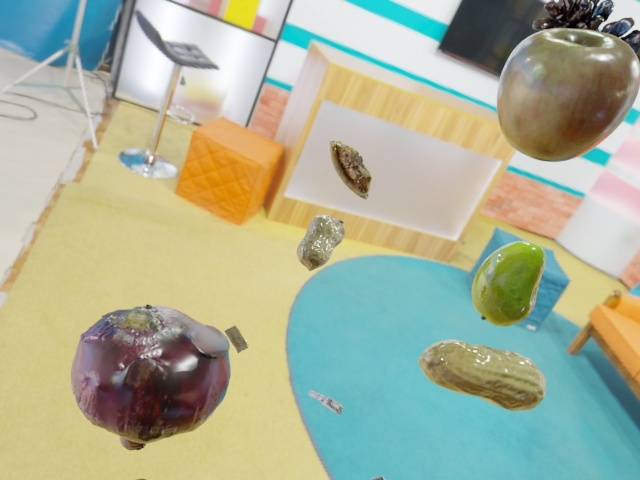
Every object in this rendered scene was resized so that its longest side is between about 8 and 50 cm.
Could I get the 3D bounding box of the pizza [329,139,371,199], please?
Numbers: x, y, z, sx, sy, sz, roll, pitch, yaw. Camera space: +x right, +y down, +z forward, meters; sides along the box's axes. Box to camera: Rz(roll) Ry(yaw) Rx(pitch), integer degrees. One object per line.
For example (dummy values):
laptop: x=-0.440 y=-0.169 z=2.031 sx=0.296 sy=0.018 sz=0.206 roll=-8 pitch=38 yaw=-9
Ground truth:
pizza: x=0.121 y=-0.281 z=2.219 sx=0.134 sy=0.270 sz=0.056 roll=-7 pitch=24 yaw=45

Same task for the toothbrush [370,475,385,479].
toothbrush: x=0.064 y=0.759 z=1.708 sx=0.024 sy=0.288 sz=0.021 roll=64 pitch=18 yaw=-9

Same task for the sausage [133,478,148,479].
sausage: x=-0.423 y=0.667 z=1.365 sx=0.094 sy=0.418 sz=0.094 roll=2 pitch=55 yaw=-11

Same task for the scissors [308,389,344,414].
scissors: x=0.032 y=0.529 z=1.824 sx=0.118 sy=0.030 sz=0.242 roll=26 pitch=-11 yaw=-8

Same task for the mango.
mango: x=0.548 y=0.124 z=1.658 sx=0.186 sy=0.272 sz=0.149 roll=9 pitch=21 yaw=6

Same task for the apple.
apple: x=0.475 y=-0.281 z=1.098 sx=0.257 sy=0.233 sz=0.256 roll=0 pitch=32 yaw=0

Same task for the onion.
onion: x=-0.443 y=0.399 z=1.458 sx=0.399 sy=0.419 sz=0.398 roll=14 pitch=15 yaw=-4

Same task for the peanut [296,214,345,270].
peanut: x=-0.003 y=-0.009 z=2.269 sx=0.159 sy=0.143 sz=0.291 roll=61 pitch=42 yaw=-23

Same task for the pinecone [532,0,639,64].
pinecone: x=0.628 y=-0.465 z=1.338 sx=0.292 sy=0.246 sz=0.246 roll=37 pitch=16 yaw=-35

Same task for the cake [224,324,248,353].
cake: x=-0.300 y=0.347 z=2.006 sx=0.052 sy=0.121 sz=0.065 roll=-30 pitch=54 yaw=-12

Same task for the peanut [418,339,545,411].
peanut: x=0.375 y=0.309 z=1.303 sx=0.306 sy=0.146 sz=0.147 roll=17 pitch=27 yaw=-14
